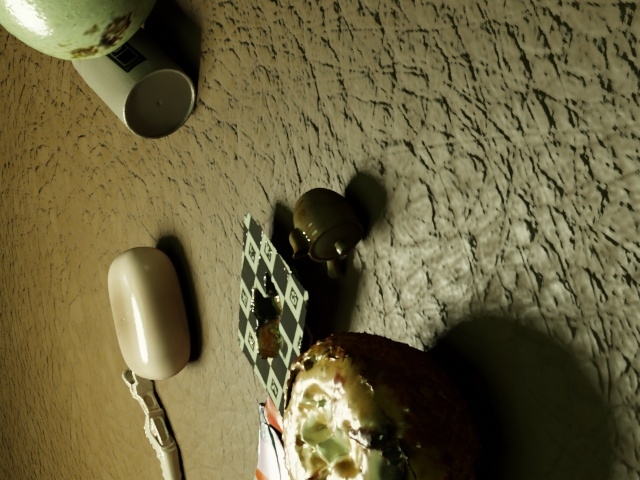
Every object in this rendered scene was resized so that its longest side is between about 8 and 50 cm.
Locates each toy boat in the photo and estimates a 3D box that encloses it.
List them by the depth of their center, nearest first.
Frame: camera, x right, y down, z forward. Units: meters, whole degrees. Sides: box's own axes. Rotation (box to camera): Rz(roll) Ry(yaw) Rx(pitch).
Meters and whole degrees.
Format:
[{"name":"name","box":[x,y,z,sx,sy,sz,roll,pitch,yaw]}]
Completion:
[{"name":"toy boat","box":[-0.053,0.377,1.441,0.219,0.072,0.318,46,128,45]}]

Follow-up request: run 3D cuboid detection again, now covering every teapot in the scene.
[{"name":"teapot","box":[0.000,0.000,1.192,0.080,0.085,0.110,59,164,31]}]

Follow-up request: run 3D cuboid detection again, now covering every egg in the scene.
[{"name":"egg","box":[-0.323,-0.417,1.372,0.287,0.287,0.379,6,117,58]}]

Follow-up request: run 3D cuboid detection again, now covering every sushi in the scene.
[{"name":"sushi","box":[-0.046,0.092,1.333,0.193,0.040,0.210,-128,36,-47]}]

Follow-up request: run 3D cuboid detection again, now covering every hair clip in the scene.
[{"name":"hair clip","box":[-0.262,0.296,1.767,0.226,0.034,0.072,65,146,19]}]

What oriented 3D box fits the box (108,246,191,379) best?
[{"name":"box","box":[-0.255,0.108,1.634,0.146,0.088,0.200,-7,96,61]}]

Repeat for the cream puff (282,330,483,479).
[{"name":"cream puff","box":[0.061,0.205,1.080,0.240,0.164,0.240,-16,71,60]}]

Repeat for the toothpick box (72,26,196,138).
[{"name":"toothpick box","box":[-0.257,-0.227,1.497,0.181,0.111,0.111,46,137,40]}]

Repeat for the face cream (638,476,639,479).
[{"name":"face cream","box":[0.309,0.146,0.726,0.273,0.078,0.078,-39,67,56]}]
